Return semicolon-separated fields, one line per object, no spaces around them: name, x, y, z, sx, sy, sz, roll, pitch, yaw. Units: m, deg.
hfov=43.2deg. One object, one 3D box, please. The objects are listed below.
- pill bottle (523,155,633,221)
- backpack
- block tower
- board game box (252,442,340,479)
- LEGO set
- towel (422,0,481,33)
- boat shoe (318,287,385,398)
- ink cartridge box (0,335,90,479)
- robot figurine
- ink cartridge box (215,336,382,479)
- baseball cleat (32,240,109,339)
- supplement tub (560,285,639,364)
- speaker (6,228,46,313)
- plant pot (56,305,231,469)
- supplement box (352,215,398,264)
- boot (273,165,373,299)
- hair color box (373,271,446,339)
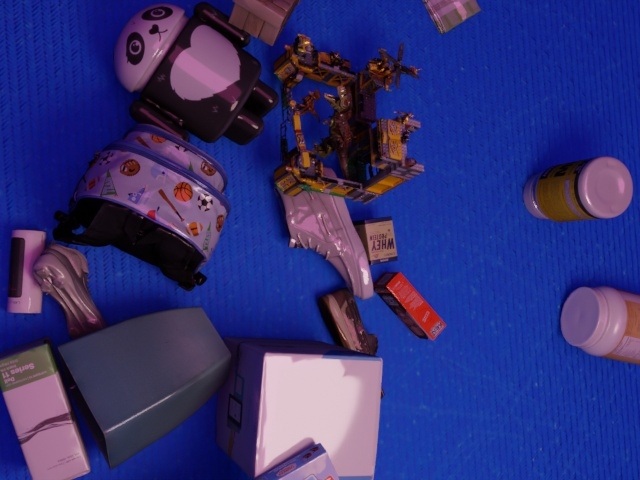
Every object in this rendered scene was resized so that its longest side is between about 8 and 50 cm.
pill bottle;0.500;-0.096;1.594;0.119;0.208;0.119;1;88;-20
backpack;-0.261;-0.056;1.286;0.276;0.263;0.213;23;80;-17
block tower;-0.051;-0.483;1.415;0.091;0.097;0.335;29;56;-5
board game box;-0.058;0.418;1.187;0.211;0.039;0.160;-27;108;-13
LEGO set;0.054;-0.223;1.396;0.255;0.192;0.331;20;62;-28
towel;0.249;-0.505;1.620;0.113;0.023;0.152;-34;99;-17
boat shoe;0.073;0.191;1.494;0.073;0.080;0.224;-27;92;-15
ink cartridge box;-0.435;0.266;1.266;0.086;0.153;0.208;-19;93;-18
robot figurine;-0.210;-0.276;1.360;0.278;0.209;0.173;33;121;-16
ink cartridge box;-0.046;0.271;1.345;0.198;0.270;0.197;5;87;-20
baseball cleat;-0.393;0.091;1.333;0.072;0.109;0.206;-11;123;15
supplement tub;0.611;0.173;1.656;0.199;0.144;0.144;13;83;-19
speaker;-0.477;0.052;1.313;0.055;0.055;0.136;4;87;-20
plant pot;-0.271;0.218;1.302;0.234;0.166;0.165;-25;65;-25
supplement box;0.098;0.001;1.509;0.056;0.083;0.083;-9;92;-19
boot;0.000;0.000;1.475;0.123;0.095;0.258;-19;82;-14
hair color box;0.167;0.124;1.535;0.043;0.072;0.141;-46;102;-17
